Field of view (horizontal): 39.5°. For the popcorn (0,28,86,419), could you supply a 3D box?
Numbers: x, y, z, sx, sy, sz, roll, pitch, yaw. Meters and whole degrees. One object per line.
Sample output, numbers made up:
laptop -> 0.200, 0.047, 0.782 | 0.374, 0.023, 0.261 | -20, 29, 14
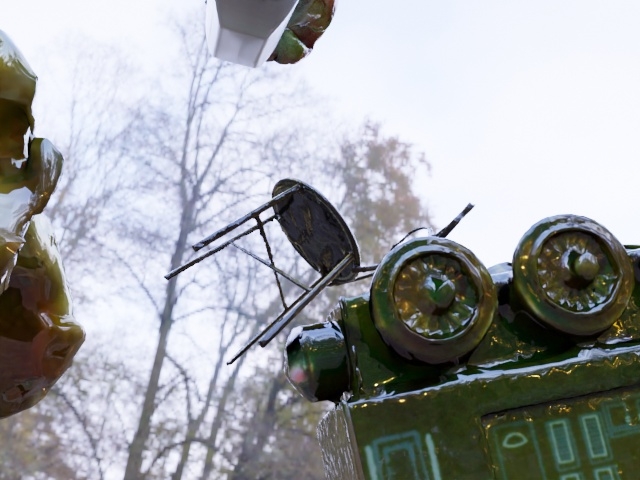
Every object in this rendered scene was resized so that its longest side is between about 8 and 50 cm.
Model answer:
popcorn -> -0.295, -0.005, 0.433 | 0.321, 0.290, 0.325 | -22, 3, -42

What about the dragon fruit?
dragon fruit -> -0.084, -0.447, 1.565 | 0.268, 0.295, 0.130 | -4, -5, 13

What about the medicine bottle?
medicine bottle -> -0.081, -0.337, 1.144 | 0.124, 0.179, 0.324 | 16, -4, -7

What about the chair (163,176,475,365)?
chair -> 0.000, 0.000, 1.038 | 0.170, 0.325, 0.160 | 54, -27, 1

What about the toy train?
toy train -> 0.102, 0.063, 0.363 | 0.225, 0.137, 0.090 | -9, -17, -11
